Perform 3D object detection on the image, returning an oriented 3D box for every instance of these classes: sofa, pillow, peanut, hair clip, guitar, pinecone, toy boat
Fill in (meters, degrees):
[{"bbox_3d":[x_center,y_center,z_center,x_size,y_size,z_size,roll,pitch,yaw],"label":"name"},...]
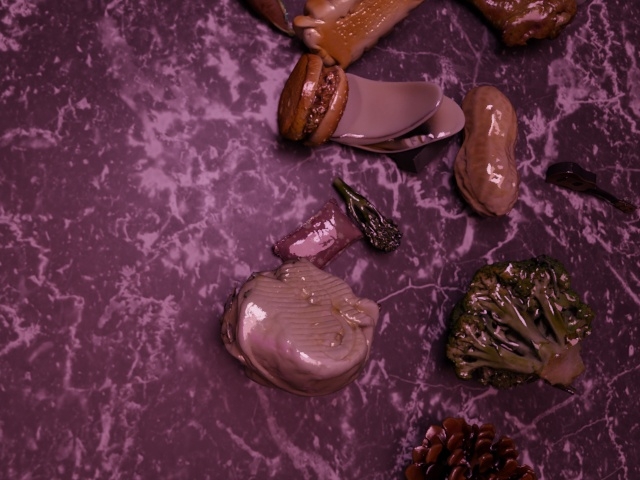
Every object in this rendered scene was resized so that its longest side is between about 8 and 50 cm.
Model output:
[{"bbox_3d":[0.233,-0.221,1.356,0.147,0.085,0.060,-47,138,-18],"label":"sofa"},{"bbox_3d":[0.000,0.000,1.261,0.185,0.043,0.118,-42,98,-17],"label":"pillow"},{"bbox_3d":[0.382,-0.207,1.356,0.149,0.149,0.313,9,80,-15],"label":"peanut"},{"bbox_3d":[0.168,-0.282,1.306,0.282,0.113,0.172,0,69,22],"label":"hair clip"},{"bbox_3d":[0.680,-0.130,1.467,0.271,0.084,0.038,19,75,-19],"label":"guitar"},{"bbox_3d":[0.307,0.494,1.174,0.264,0.264,0.264,2,81,-16],"label":"pinecone"},{"bbox_3d":[-0.143,-0.576,1.278,0.099,0.108,0.293,-30,97,-50],"label":"toy boat"}]

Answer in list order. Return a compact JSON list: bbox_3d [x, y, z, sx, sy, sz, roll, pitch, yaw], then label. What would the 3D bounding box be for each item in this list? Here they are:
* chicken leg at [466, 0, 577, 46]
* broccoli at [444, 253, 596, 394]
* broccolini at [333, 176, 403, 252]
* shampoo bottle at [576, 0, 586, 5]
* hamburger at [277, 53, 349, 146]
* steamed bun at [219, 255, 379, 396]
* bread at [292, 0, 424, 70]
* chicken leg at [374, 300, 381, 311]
[{"bbox_3d":[0.437,-0.560,1.427,0.361,0.140,0.211,6,59,-5],"label":"chicken leg"},{"bbox_3d":[0.432,0.195,1.239,0.304,0.283,0.321,32,102,-23],"label":"broccoli"},{"bbox_3d":[0.103,-0.060,1.283,0.202,0.068,0.091,51,56,-4],"label":"broccolini"},{"bbox_3d":[0.552,-0.701,1.510,0.284,0.071,0.153,5,83,-13],"label":"shampoo bottle"},{"bbox_3d":[-0.010,-0.288,1.223,0.118,0.191,0.181,11,72,-16],"label":"hamburger"},{"bbox_3d":[-0.050,0.190,1.131,0.280,0.207,0.268,32,34,9],"label":"steamed bun"},{"bbox_3d":[0.095,-0.510,1.275,0.311,0.121,0.173,-37,130,9],"label":"bread"},{"bbox_3d":[0.100,0.164,1.277,0.083,0.021,0.036,-47,105,-16],"label":"chicken leg"}]
